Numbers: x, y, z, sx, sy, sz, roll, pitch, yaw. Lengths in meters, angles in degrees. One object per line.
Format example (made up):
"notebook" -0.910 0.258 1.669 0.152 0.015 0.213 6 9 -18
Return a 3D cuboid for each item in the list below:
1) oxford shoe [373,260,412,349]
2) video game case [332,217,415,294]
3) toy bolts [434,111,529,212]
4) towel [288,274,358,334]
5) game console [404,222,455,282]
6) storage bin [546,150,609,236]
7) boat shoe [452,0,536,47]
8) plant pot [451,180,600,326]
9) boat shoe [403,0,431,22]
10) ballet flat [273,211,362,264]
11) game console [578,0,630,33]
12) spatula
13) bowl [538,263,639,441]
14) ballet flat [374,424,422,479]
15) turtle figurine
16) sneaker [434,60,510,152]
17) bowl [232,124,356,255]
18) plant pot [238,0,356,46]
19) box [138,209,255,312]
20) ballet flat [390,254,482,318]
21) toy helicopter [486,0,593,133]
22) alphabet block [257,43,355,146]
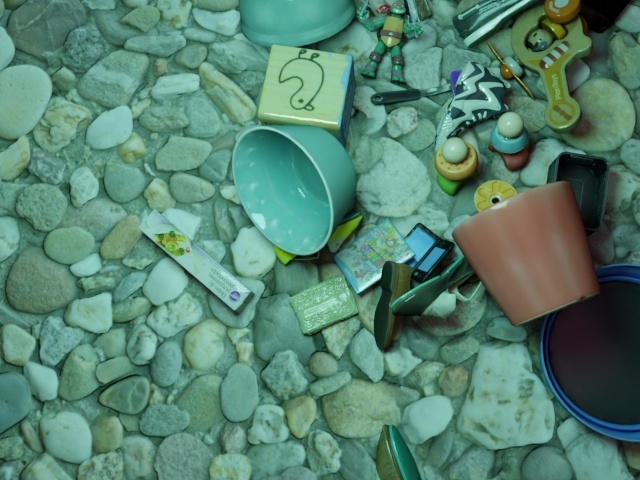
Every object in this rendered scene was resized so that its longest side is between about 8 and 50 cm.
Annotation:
"oxford shoe" 0.175 0.156 1.600 0.076 0.076 0.212 7 100 -24
"video game case" 0.127 0.037 1.647 0.166 0.015 0.119 -35 65 1
"toy bolts" 0.404 -0.188 1.597 0.228 0.158 0.218 -39 64 -5
"towel" 0.007 0.153 1.645 0.148 0.027 0.110 -24 77 -1
"game console" 0.241 0.027 1.632 0.071 0.107 0.122 42 85 -18
"storage bin" 0.602 -0.108 1.622 0.122 0.084 0.180 10 81 6
"boat shoe" 0.467 -0.597 1.677 0.302 0.114 0.091 -32 89 16
"plant pot" 0.456 0.039 1.471 0.275 0.275 0.243 -21 76 0
"boat shoe" 0.243 -0.655 1.774 0.066 0.066 0.183 -12 88 -3
"ballet flat" 0.000 0.000 1.661 0.231 0.077 0.077 -18 99 3
"game console" 0.746 -0.718 1.754 0.213 0.044 0.361 41 85 9
"spatula" 0.273 -0.375 1.727 0.296 0.030 0.084 -9 85 3
"bowl" 0.687 0.249 1.548 0.391 0.077 0.391 -1 79 4
"ballet flat" 0.189 0.584 1.517 0.124 0.116 0.342 -33 81 17
"turtle figurine" 0.179 -0.520 1.721 0.175 0.118 0.234 12 95 21
"sneaker" 0.383 -0.303 1.671 0.153 0.094 0.235 22 89 0
"bowl" -0.038 -0.138 1.561 0.163 0.311 0.311 -32 76 -37
"plant pot" -0.072 -0.627 1.654 0.293 0.196 0.293 -7 44 7
"box" -0.303 0.050 1.671 0.324 0.067 0.063 39 85 10
"ballet flat" 0.291 0.112 1.559 0.280 0.095 0.096 -32 69 -22
"toy helicopter" 0.541 -0.414 1.656 0.235 0.140 0.355 -15 65 24
"alphabet block" -0.028 -0.340 1.663 0.197 0.193 0.192 9 78 6
